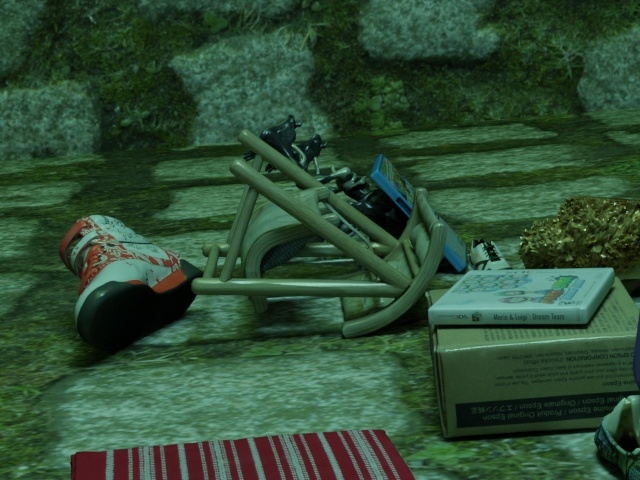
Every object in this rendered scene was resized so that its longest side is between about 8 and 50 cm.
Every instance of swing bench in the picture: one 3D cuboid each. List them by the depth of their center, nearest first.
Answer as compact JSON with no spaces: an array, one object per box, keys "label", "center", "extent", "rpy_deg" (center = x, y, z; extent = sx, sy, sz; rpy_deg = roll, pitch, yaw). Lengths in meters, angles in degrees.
[{"label":"swing bench","center":[0.000,0.000,1.930],"extent":[0.255,0.165,0.253],"rpy_deg":[18,10,-4]}]

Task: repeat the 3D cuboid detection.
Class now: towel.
[{"label":"towel","center":[-0.069,0.194,1.340],"extent":[0.275,0.031,0.199],"rpy_deg":[-4,9,-7]}]

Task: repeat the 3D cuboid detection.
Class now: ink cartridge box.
[{"label":"ink cartridge box","center":[0.199,0.103,1.547],"extent":[0.193,0.088,0.234],"rpy_deg":[-5,12,3]}]

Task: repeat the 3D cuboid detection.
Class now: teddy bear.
[{"label":"teddy bear","center":[0.356,0.003,2.015],"extent":[0.245,0.113,0.338],"rpy_deg":[2,3,-5]}]

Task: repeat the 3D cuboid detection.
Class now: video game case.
[{"label":"video game case","center":[0.187,0.051,1.540],"extent":[0.143,0.019,0.157],"rpy_deg":[-1,12,19]},{"label":"video game case","center":[0.127,-0.036,2.139],"extent":[0.015,0.166,0.119],"rpy_deg":[-41,6,13]}]

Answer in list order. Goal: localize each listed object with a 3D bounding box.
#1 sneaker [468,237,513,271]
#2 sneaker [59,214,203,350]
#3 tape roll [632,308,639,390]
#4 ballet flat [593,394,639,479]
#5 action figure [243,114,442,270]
[{"label":"sneaker","center":[0.207,0.025,2.061],"extent":[0.040,0.043,0.109],"rpy_deg":[-6,13,-16]},{"label":"sneaker","center":[-0.249,0.043,1.891],"extent":[0.145,0.090,0.270],"rpy_deg":[30,16,14]},{"label":"tape roll","center":[0.339,0.076,1.290],"extent":[0.189,0.080,0.189],"rpy_deg":[1,31,0]},{"label":"ballet flat","center":[0.259,0.155,1.319],"extent":[0.070,0.070,0.188],"rpy_deg":[-5,11,-5]},{"label":"action figure","center":[0.026,-0.032,2.180],"extent":[0.276,0.141,0.164],"rpy_deg":[43,0,22]}]
